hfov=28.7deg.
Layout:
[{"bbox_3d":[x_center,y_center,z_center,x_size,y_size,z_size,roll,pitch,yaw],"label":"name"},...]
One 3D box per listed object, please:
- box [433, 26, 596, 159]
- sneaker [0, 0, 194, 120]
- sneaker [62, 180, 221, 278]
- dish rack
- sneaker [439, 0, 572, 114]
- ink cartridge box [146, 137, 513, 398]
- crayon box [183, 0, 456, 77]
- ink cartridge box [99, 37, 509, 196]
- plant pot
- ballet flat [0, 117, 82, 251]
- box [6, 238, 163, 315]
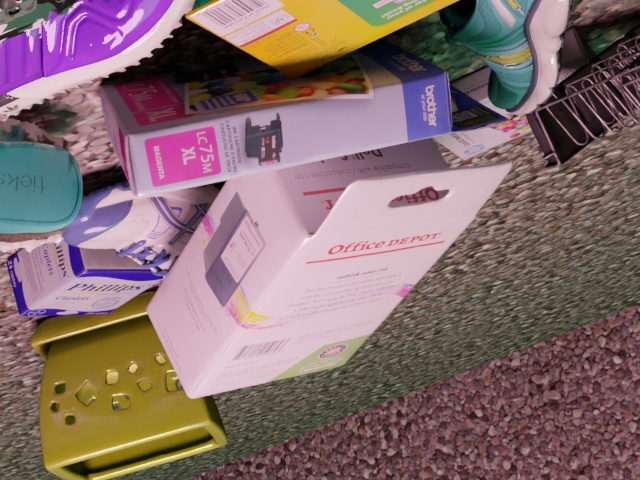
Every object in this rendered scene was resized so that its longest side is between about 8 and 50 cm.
[{"bbox_3d":[0.209,-0.153,1.345,0.186,0.038,0.145,-22,161,20],"label":"box"},{"bbox_3d":[-0.214,-0.158,0.833,0.293,0.102,0.146,-25,160,27],"label":"sneaker"},{"bbox_3d":[-0.138,0.005,1.341,0.296,0.131,0.112,-1,170,-36],"label":"sneaker"},{"bbox_3d":[0.316,-0.167,1.142,0.208,0.074,0.271,-38,-174,-17],"label":"dish rack"},{"bbox_3d":[0.160,-0.199,1.103,0.110,0.107,0.275,2,159,7],"label":"sneaker"},{"bbox_3d":[0.000,0.000,1.194,0.207,0.119,0.353,-8,149,-38],"label":"ink cartridge box"},{"bbox_3d":[0.048,-0.225,0.898,0.278,0.081,0.165,-23,162,21],"label":"crayon box"},{"bbox_3d":[-0.020,-0.116,1.055,0.311,0.065,0.186,-10,-159,-13],"label":"ink cartridge box"},{"bbox_3d":[-0.268,0.200,1.724,0.227,0.207,0.228,-16,163,-3],"label":"plant pot"},{"bbox_3d":[-0.368,-0.053,0.994,0.147,0.147,0.409,-26,160,28],"label":"ballet flat"},{"bbox_3d":[-0.263,0.030,1.425,0.126,0.072,0.137,1,155,-46],"label":"box"}]
